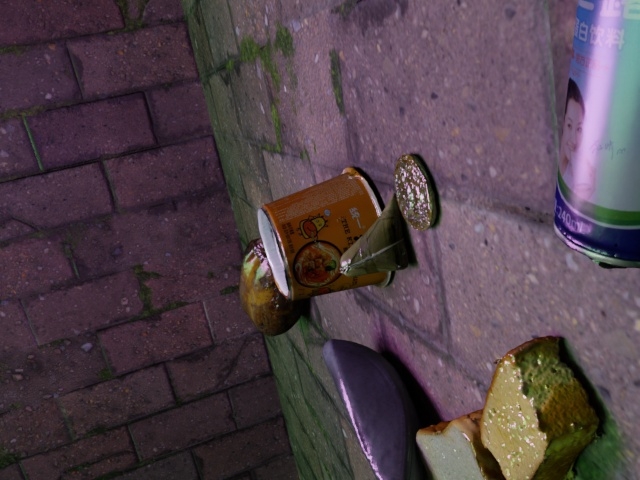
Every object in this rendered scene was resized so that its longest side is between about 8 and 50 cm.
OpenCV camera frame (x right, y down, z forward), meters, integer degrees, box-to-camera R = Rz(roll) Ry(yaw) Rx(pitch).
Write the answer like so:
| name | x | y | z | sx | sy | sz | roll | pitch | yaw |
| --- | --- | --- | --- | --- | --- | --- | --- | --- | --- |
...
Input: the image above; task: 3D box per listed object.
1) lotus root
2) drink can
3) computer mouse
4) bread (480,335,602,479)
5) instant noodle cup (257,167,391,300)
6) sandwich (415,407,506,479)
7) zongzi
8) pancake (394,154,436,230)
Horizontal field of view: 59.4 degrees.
| name | x | y | z | sx | sy | sz | roll | pitch | yaw |
| --- | --- | --- | --- | --- | --- | --- | --- | --- | --- |
| lotus root | -0.138 | 0.139 | 1.586 | 0.397 | 0.179 | 0.196 | 95 | 157 | -51 |
| drink can | 0.187 | -0.104 | 0.305 | 0.097 | 0.097 | 0.235 | -128 | 27 | -55 |
| computer mouse | 0.109 | 0.308 | 0.947 | 0.371 | 0.122 | 0.188 | -114 | 2 | -48 |
| bread | 0.216 | 0.184 | 0.572 | 0.187 | 0.065 | 0.103 | 91 | 163 | -45 |
| instant noodle cup | 0.000 | 0.000 | 0.944 | 0.216 | 0.172 | 0.216 | 164 | 90 | -77 |
| sandwich | 0.207 | 0.322 | 0.733 | 0.215 | 0.065 | 0.186 | 113 | 139 | -67 |
| zongzi | 0.071 | -0.006 | 0.826 | 0.052 | 0.104 | 0.113 | -43 | -58 | -74 |
| pancake | 0.122 | -0.063 | 0.735 | 0.108 | 0.017 | 0.108 | 166 | 90 | -72 |
